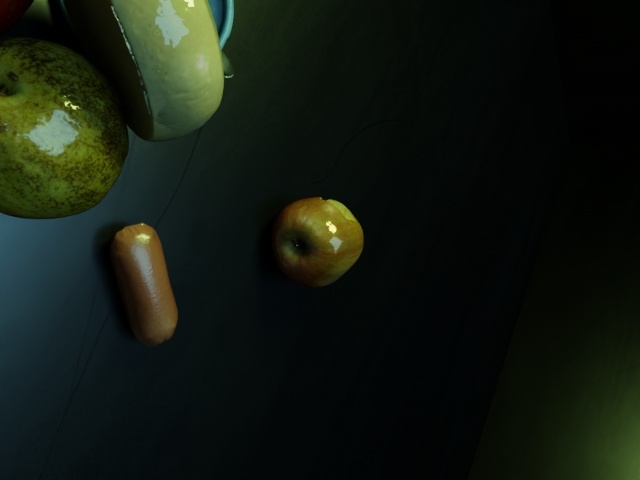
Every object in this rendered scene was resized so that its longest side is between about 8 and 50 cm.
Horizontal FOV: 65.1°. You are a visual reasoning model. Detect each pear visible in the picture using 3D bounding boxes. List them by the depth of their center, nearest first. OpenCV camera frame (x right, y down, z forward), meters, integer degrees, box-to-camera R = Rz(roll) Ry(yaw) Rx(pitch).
[{"bbox_3d":[-0.319,-0.124,0.549,0.197,0.197,0.197,-12,105,-51],"label":"pear"}]

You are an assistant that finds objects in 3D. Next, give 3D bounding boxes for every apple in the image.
[{"bbox_3d":[0.000,0.000,1.007,0.199,0.199,0.199,-12,105,-51],"label":"apple"}]

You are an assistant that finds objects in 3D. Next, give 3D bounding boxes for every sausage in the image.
[{"bbox_3d":[-0.264,0.068,0.755,0.077,0.077,0.194,-29,118,-46],"label":"sausage"}]

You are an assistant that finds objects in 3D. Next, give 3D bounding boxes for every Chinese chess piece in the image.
[{"bbox_3d":[-0.208,-0.240,0.576,0.097,0.251,0.251,-29,120,-24],"label":"Chinese chess piece"}]

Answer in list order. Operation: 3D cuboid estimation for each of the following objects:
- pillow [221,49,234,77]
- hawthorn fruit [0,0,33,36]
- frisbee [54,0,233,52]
[{"bbox_3d":[-0.203,-0.283,0.785,0.135,0.055,0.091,-39,131,-38],"label":"pillow"},{"bbox_3d":[-0.377,-0.276,0.485,0.185,0.185,0.202,21,98,-51],"label":"hawthorn fruit"},{"bbox_3d":[-0.242,-0.341,0.702,0.242,0.045,0.242,-8,108,-28],"label":"frisbee"}]
